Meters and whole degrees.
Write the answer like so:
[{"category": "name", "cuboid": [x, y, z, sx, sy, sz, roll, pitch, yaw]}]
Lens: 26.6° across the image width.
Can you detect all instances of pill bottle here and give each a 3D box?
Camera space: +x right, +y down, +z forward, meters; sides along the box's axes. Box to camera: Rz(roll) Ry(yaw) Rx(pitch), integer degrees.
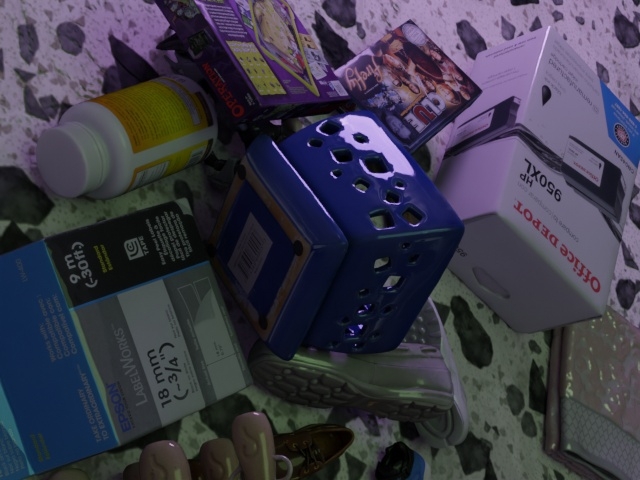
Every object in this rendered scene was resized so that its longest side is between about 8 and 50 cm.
[{"category": "pill bottle", "cuboid": [-0.229, -0.119, 1.603, 0.215, 0.117, 0.117, -27, 96, -48]}]

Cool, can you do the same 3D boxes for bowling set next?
[{"category": "bowling set", "cuboid": [-0.139, 0.304, 1.495, 0.200, 0.287, 0.154, 37, 36, -68]}]

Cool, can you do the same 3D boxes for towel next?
[{"category": "towel", "cuboid": [0.499, 0.269, 2.281, 0.332, 0.053, 0.317, 34, 53, -35]}]

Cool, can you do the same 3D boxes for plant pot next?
[{"category": "plant pot", "cuboid": [0.000, 0.000, 1.673, 0.212, 0.236, 0.236, -9, 49, -37]}]

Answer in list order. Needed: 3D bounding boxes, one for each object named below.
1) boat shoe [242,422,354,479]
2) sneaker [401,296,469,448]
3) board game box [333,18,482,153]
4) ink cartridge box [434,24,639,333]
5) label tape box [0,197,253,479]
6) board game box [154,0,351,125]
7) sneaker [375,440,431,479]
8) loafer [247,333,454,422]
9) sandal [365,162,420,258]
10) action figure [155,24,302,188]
[{"category": "boat shoe", "cuboid": [-0.026, 0.269, 1.717, 0.178, 0.060, 0.064, -17, 88, -48]}, {"category": "sneaker", "cuboid": [0.156, 0.180, 1.940, 0.095, 0.090, 0.235, 1, 74, -65]}, {"category": "board game box", "cuboid": [0.123, -0.224, 2.030, 0.165, 0.042, 0.243, 45, 44, 3]}, {"category": "ink cartridge box", "cuboid": [0.347, -0.093, 2.158, 0.285, 0.166, 0.395, 40, 53, -28]}, {"category": "label tape box", "cuboid": [-0.253, 0.110, 1.503, 0.333, 0.106, 0.241, -20, 90, -48]}, {"category": "board game box", "cuboid": [-0.083, -0.249, 1.722, 0.208, 0.056, 0.347, 61, 20, 3]}, {"category": "sneaker", "cuboid": [0.105, 0.343, 1.827, 0.084, 0.058, 0.152, 46, 43, -33]}, {"category": "loafer", "cuboid": [0.040, 0.163, 1.788, 0.319, 0.112, 0.111, 17, 56, -36]}, {"category": "sandal", "cuboid": [0.121, -0.080, 2.000, 0.090, 0.060, 0.219, -8, 79, -48]}, {"category": "action figure", "cuboid": [-0.101, -0.166, 1.779, 0.285, 0.099, 0.185, 57, 36, -20]}]
